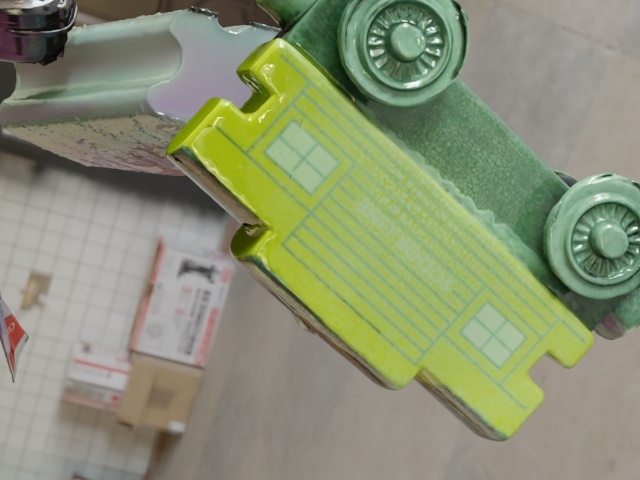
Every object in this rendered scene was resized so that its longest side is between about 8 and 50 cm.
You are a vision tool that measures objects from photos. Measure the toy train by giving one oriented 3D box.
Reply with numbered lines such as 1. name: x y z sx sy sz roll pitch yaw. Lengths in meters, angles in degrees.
1. toy train: 0.077 -0.027 1.023 0.272 0.442 0.179 -48 12 -1

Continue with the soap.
1. soap: -0.208 -0.195 1.692 0.446 0.261 0.156 0 74 40

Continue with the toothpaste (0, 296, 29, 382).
1. toothpaste: -0.402 0.037 1.475 0.075 0.048 0.301 -128 24 -48

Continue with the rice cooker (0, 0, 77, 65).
1. rice cooker: -0.405 -0.294 1.602 0.112 0.165 0.106 -88 13 -47
